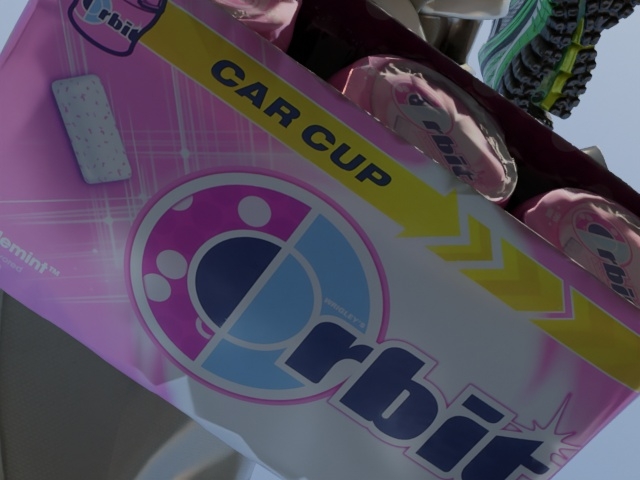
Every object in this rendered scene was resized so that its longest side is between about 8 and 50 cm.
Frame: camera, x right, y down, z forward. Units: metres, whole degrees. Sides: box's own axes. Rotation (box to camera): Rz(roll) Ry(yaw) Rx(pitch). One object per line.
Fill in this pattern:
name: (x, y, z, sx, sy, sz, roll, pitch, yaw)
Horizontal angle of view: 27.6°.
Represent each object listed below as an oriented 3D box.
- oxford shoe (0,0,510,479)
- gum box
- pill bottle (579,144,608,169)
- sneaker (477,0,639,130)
oxford shoe: (-0.006, -0.069, 0.464, 0.130, 0.169, 0.449, 14, -99, 34)
gum box: (0.000, 0.000, 0.353, 0.188, 0.107, 0.062, 35, -148, -5)
pill bottle: (0.198, -0.035, 1.307, 0.184, 0.103, 0.103, -17, -107, 7)
sneaker: (0.264, -0.288, 1.462, 0.134, 0.343, 0.146, 3, -136, -30)
